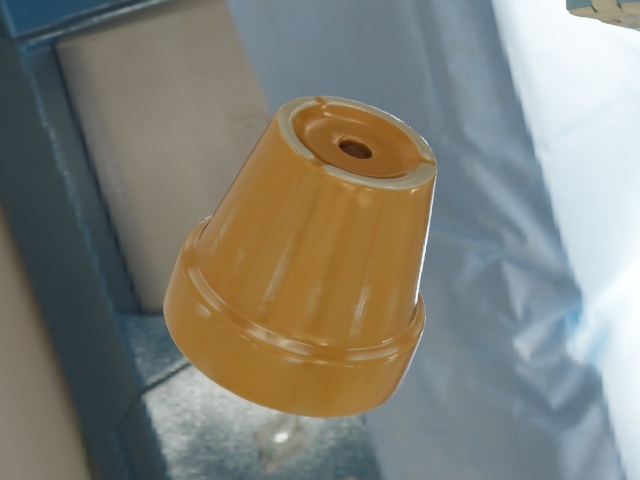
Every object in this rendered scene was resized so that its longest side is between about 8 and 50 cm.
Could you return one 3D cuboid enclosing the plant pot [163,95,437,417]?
[{"bbox_3d":[0.000,0.000,1.182,0.205,0.205,0.188,-24,143,-48],"label":"plant pot"}]

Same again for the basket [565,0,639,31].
[{"bbox_3d":[0.322,-0.320,1.312,0.254,0.201,0.289,2,85,-44],"label":"basket"}]
